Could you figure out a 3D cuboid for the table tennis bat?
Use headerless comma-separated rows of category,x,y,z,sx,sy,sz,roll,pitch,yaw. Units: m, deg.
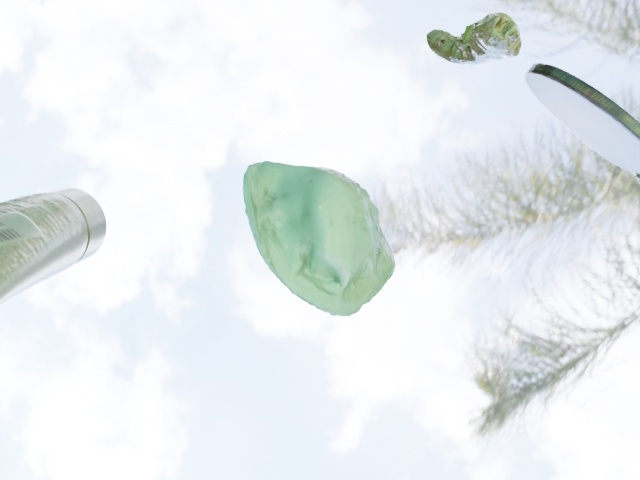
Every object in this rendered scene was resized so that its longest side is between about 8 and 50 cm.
table tennis bat,0.092,-0.025,0.319,0.007,0.083,0.050,-51,-154,1

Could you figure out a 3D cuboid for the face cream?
face cream,-0.308,0.008,1.020,0.137,0.341,0.084,32,-76,5

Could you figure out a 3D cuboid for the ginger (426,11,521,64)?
ginger,0.204,-0.258,1.400,0.069,0.173,0.051,31,-107,-24

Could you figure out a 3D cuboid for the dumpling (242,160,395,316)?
dumpling,0.008,-0.013,1.186,0.219,0.108,0.153,25,-147,-27
